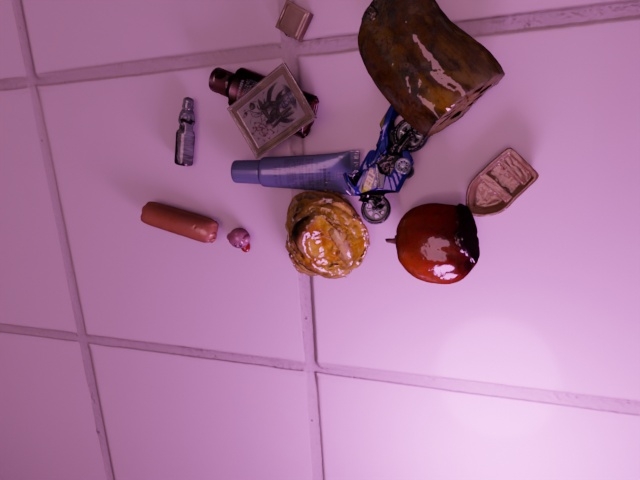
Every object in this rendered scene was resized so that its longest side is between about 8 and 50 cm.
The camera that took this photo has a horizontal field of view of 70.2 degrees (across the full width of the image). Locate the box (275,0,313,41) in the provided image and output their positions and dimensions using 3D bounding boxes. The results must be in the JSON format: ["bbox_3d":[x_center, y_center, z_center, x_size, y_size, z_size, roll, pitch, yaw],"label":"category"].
[{"bbox_3d":[-0.073,-0.603,1.256,0.079,0.035,0.083,34,113,8],"label":"box"}]

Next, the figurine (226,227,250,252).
[{"bbox_3d":[-0.263,-0.008,1.466,0.083,0.071,0.067,14,67,8],"label":"figurine"}]

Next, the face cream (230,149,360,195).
[{"bbox_3d":[-0.074,-0.200,1.341,0.384,0.086,0.136,3,115,12],"label":"face cream"}]

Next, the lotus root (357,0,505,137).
[{"bbox_3d":[0.238,-0.439,1.083,0.250,0.250,0.346,-39,90,24],"label":"lotus root"}]

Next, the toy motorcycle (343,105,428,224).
[{"bbox_3d":[0.166,-0.207,1.232,0.168,0.113,0.316,27,97,15],"label":"toy motorcycle"}]

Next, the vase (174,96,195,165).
[{"bbox_3d":[-0.426,-0.344,1.438,0.059,0.060,0.212,15,108,15],"label":"vase"}]

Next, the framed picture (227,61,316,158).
[{"bbox_3d":[-0.140,-0.356,1.271,0.231,0.010,0.173,-29,96,30],"label":"framed picture"}]

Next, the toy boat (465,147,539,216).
[{"bbox_3d":[0.454,-0.140,1.179,0.116,0.061,0.188,44,114,2],"label":"toy boat"}]

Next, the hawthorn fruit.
[{"bbox_3d":[0.291,0.010,1.202,0.249,0.215,0.216,4,105,18],"label":"hawthorn fruit"}]

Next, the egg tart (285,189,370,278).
[{"bbox_3d":[0.000,0.000,1.336,0.296,0.132,0.297,10,119,19],"label":"egg tart"}]

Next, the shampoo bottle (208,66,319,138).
[{"bbox_3d":[-0.169,-0.411,1.317,0.322,0.084,0.129,24,113,13],"label":"shampoo bottle"}]

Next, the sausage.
[{"bbox_3d":[-0.470,-0.062,1.517,0.288,0.086,0.086,17,109,16],"label":"sausage"}]
